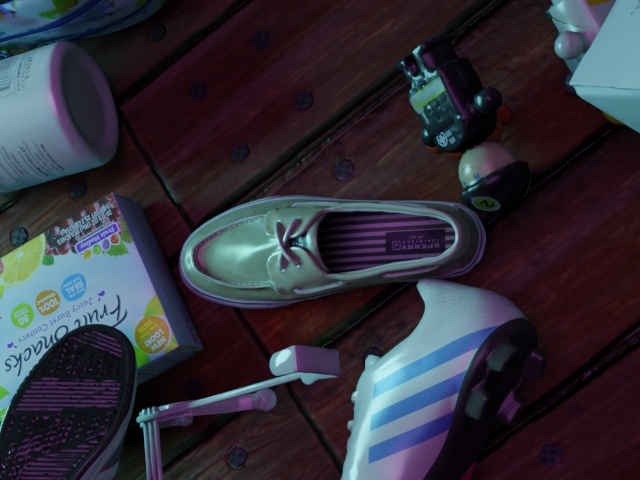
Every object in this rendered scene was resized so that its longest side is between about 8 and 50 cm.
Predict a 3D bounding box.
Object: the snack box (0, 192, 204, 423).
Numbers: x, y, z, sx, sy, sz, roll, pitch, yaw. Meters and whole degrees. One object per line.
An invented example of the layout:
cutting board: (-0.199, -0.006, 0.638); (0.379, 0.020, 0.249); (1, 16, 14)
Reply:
snack box: (-0.246, 0.078, 1.133); (0.207, 0.070, 0.174); (-28, 75, 13)

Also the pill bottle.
pill bottle: (-0.336, -0.113, 1.159); (0.229, 0.131, 0.131); (-14, 78, 16)

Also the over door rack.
over door rack: (-0.052, 0.239, 0.961); (0.324, 0.108, 0.240); (-28, 65, 54)

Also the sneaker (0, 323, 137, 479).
sneaker: (-0.227, 0.238, 1.052); (0.123, 0.178, 0.296); (14, 71, 10)

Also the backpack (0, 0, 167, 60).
backpack: (-0.313, -0.320, 1.139); (0.355, 0.273, 0.290); (-7, 76, 39)

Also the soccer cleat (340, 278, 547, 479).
soccer cleat: (0.072, 0.187, 1.006); (0.143, 0.116, 0.331); (34, 96, 42)

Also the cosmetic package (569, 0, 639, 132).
cosmetic package: (0.410, -0.107, 0.810); (0.385, 0.156, 0.217); (30, 90, -16)

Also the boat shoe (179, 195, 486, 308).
boat shoe: (0.000, 0.000, 1.051); (0.302, 0.094, 0.109); (-8, 80, 17)

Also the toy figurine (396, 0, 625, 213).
toy figurine: (0.185, -0.121, 0.951); (0.209, 0.213, 0.148); (-29, 85, 9)
